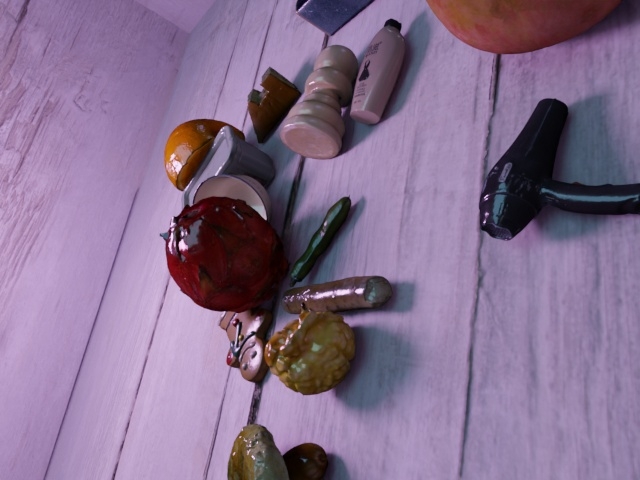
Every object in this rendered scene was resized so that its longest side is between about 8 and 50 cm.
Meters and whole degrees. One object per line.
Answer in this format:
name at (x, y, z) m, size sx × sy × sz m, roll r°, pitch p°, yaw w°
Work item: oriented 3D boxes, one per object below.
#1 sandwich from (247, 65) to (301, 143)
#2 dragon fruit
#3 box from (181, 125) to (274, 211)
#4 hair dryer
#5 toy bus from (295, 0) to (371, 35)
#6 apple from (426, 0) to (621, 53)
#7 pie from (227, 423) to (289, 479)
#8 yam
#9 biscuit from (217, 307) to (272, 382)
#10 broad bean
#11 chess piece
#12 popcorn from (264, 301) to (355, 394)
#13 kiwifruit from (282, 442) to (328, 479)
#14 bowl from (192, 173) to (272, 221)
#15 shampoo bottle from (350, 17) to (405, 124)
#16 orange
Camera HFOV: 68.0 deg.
sandwich at (-0.185, -0.451, 1.588) m, size 0.235 × 0.128 × 0.122 m, roll -49°, pitch 29°, yaw 25°
dragon fruit at (-0.243, 0.032, 1.217) m, size 0.296 × 0.301 × 0.295 m, roll -22°, pitch 30°, yaw 14°
box at (-0.294, -0.184, 1.524) m, size 0.311 × 0.183 × 0.175 m, roll -50°, pitch 37°, yaw 25°
hair dryer at (0.371, -0.090, 0.651) m, size 0.272 × 0.091 × 0.235 m, roll 19°, pitch 76°, yaw 45°
toy bus at (0.076, -0.770, 1.379) m, size 0.324 × 0.162 × 0.194 m, roll -16°, pitch 58°, yaw 52°
apple at (0.308, -0.482, 0.719) m, size 0.364 × 0.364 × 0.363 m, roll -32°, pitch 46°, yaw 41°
pie at (-0.117, 0.500, 0.886) m, size 0.323 × 0.071 × 0.322 m, roll 179°, pitch 90°, yaw -67°
yam at (0.023, 0.118, 0.997) m, size 0.318 × 0.067 × 0.071 m, roll -15°, pitch 71°, yaw 52°
biscuit at (-0.200, 0.246, 1.256) m, size 0.196 × 0.049 × 0.301 m, roll -57°, pitch 35°, yaw 19°
broad bean at (0.000, 0.000, 1.112) m, size 0.254 × 0.047 × 0.065 m, roll -57°, pitch -4°, yaw 8°
chess piece at (0.013, -0.380, 1.244) m, size 0.167 × 0.167 × 0.299 m, roll -7°, pitch 61°, yaw 53°
popcorn at (-0.017, 0.210, 0.916) m, size 0.180 × 0.180 × 0.170 m, roll -38°, pitch 76°, yaw 37°
kiwifruit at (-0.037, 0.426, 0.891) m, size 0.124 × 0.075 × 0.075 m, roll -44°, pitch 39°, yaw 38°
bowl at (-0.241, -0.092, 1.391) m, size 0.237 × 0.238 × 0.126 m, roll -47°, pitch 0°, yaw 28°
shampoo bottle at (0.142, -0.411, 1.138) m, size 0.127 × 0.078 × 0.256 m, roll 3°, pitch 72°, yaw 56°
orange at (-0.404, -0.294, 1.637) m, size 0.274 × 0.274 × 0.310 m, roll -41°, pitch 31°, yaw 34°
